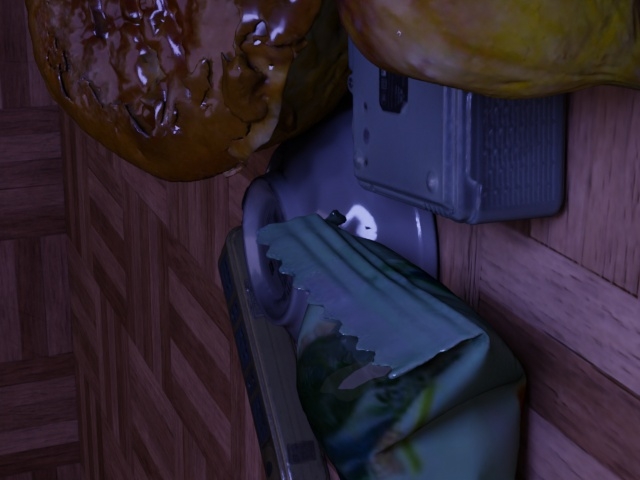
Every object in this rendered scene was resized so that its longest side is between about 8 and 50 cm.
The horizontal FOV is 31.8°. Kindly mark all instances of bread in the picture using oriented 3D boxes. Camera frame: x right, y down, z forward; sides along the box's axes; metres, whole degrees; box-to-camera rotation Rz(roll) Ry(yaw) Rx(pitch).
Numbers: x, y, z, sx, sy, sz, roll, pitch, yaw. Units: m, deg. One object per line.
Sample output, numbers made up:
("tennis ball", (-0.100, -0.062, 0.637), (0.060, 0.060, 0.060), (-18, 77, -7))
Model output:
("bread", (-0.103, -0.235, 1.008), (0.358, 0.204, 0.337), (38, 122, 31))

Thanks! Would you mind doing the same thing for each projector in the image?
("projector", (0.093, -0.151, 0.839), (0.192, 0.099, 0.257), (-153, 59, -66))

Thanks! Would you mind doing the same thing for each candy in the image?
("candy", (0.084, 0.187, 0.894), (0.263, 0.172, 0.398), (-136, 31, -64))

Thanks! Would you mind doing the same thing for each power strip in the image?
("power strip", (-0.062, 0.169, 1.372), (0.092, 0.066, 0.388), (120, 138, -60))

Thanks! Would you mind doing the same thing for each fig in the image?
("fig", (0.136, -0.133, 0.644), (0.257, 0.159, 0.159), (33, 139, 12))

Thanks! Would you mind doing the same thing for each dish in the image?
("dish", (0.000, 0.000, 1.092), (0.303, 0.120, 0.303), (172, 90, -68))
